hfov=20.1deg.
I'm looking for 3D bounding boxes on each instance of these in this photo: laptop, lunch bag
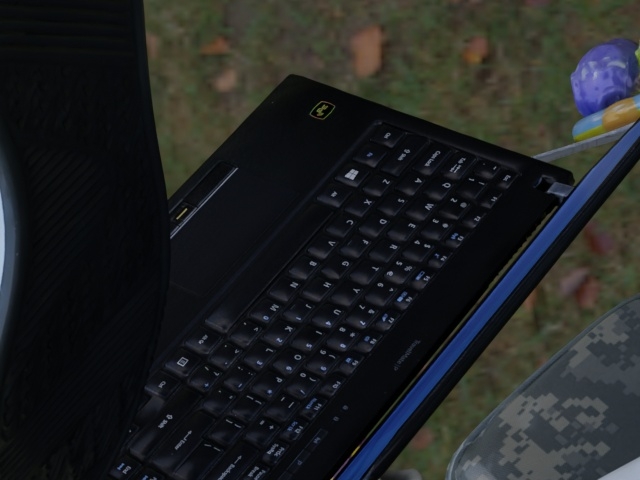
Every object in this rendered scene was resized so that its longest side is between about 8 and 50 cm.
[{"bbox_3d":[0.000,0.000,0.708,0.264,0.234,0.137,23,148,35],"label":"laptop"},{"bbox_3d":[0.242,0.213,1.073,0.305,0.212,0.256,39,162,38],"label":"lunch bag"}]

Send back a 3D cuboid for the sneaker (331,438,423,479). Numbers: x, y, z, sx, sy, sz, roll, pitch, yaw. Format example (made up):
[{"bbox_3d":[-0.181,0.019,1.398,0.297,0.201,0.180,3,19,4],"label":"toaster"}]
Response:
[{"bbox_3d":[-0.020,0.117,1.104,0.084,0.185,0.069,-44,26,7],"label":"sneaker"}]

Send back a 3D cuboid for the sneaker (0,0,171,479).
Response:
[{"bbox_3d":[-0.158,-0.034,0.624,0.178,0.124,0.296,21,128,26],"label":"sneaker"}]

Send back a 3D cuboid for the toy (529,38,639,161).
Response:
[{"bbox_3d":[0.196,-0.093,0.927,0.237,0.137,0.056,-17,88,7],"label":"toy"}]

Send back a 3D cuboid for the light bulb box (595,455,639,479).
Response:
[{"bbox_3d":[0.098,0.245,0.328,0.361,0.225,0.358,-35,35,29],"label":"light bulb box"}]
